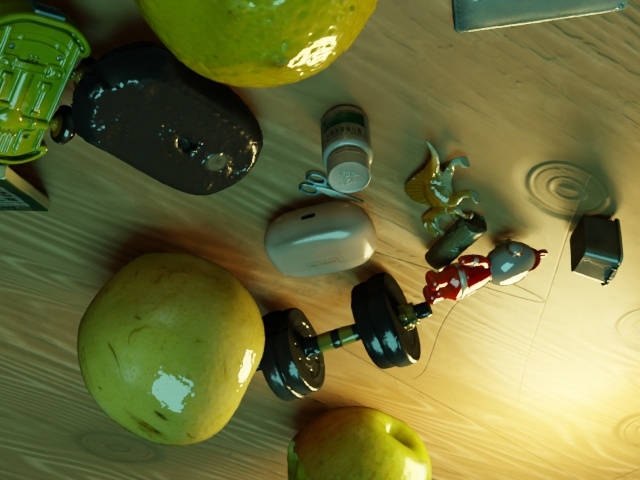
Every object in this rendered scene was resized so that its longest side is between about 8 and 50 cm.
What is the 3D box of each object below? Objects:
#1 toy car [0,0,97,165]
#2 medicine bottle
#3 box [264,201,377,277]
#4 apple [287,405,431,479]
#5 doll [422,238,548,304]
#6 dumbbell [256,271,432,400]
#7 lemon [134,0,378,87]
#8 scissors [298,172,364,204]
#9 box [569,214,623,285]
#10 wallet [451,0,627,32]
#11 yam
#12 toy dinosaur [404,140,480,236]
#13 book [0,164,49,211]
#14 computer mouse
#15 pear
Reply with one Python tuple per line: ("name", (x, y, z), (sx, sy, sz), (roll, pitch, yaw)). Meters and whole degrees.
("toy car", (-0.436, -0.234, 1.174), (0.200, 0.142, 0.248), (12, 121, -46))
("medicine bottle", (0.041, -0.142, 1.305), (0.080, 0.130, 0.080), (-1, 137, -1))
("box", (0.000, 0.000, 1.486), (0.200, 0.088, 0.146), (-12, 143, 14))
("apple", (0.084, 0.541, 1.913), (0.339, 0.340, 0.340), (-1, 137, -1))
("doll", (0.308, 0.054, 1.545), (0.244, 0.076, 0.142), (-19, 150, -9))
("dumbbell", (0.034, 0.190, 1.628), (0.388, 0.185, 0.185), (-21, 134, 18))
("lemon", (-0.076, -0.341, 0.955), (0.335, 0.336, 0.336), (-1, 137, -1))
("scissors", (0.023, -0.084, 1.453), (0.119, 0.014, 0.058), (19, 140, -19))
("box", (0.496, 0.014, 1.509), (0.069, 0.122, 0.084), (14, 135, 0))
("wallet", (0.288, -0.408, 1.086), (0.251, 0.054, 0.290), (-4, 143, 8))
("yam", (0.245, 0.003, 1.530), (0.054, 0.054, 0.132), (21, 133, -23))
("toy dinosaur", (0.196, -0.095, 1.435), (0.142, 0.057, 0.212), (-15, 128, 41))
("book", (-0.559, -0.084, 1.314), (0.201, 0.027, 0.264), (2, 172, -4))
("computer mouse", (-0.223, -0.178, 1.241), (0.183, 0.116, 0.323), (-45, 140, 13))
("pear", (-0.267, 0.191, 1.512), (0.348, 0.348, 0.348), (-1, 137, -1))
